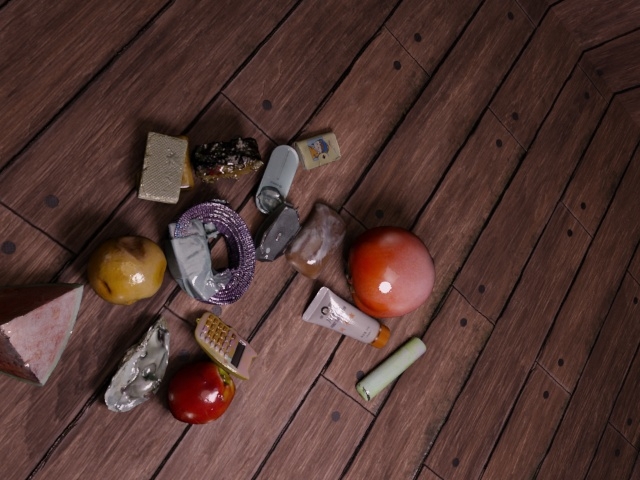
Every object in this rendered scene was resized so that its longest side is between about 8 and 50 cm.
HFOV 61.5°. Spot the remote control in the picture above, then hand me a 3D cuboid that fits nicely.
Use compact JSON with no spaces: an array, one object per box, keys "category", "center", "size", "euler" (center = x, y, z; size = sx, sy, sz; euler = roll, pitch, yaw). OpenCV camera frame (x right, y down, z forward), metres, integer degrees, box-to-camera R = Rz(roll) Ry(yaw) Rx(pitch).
[{"category":"remote control","center":[-0.147,-0.202,1.797],"size":[0.104,0.052,0.247],"euler":[25,76,-23]}]

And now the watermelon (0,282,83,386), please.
[{"category":"watermelon","center":[-0.762,0.184,1.354],"size":[0.283,0.292,0.250],"euler":[23,47,-24]}]

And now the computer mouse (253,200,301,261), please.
[{"category":"computer mouse","center":[-0.149,-0.032,1.764],"size":[0.231,0.071,0.126],"euler":[-57,139,-16]}]

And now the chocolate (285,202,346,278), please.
[{"category":"chocolate","center":[-0.001,-0.001,1.844],"size":[0.157,0.080,0.254],"euler":[40,70,-19]}]

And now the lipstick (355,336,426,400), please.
[{"category":"lipstick","center":[0.257,0.463,1.951],"size":[0.304,0.076,0.076],"euler":[-34,102,-25]}]

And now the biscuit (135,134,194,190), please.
[{"category":"biscuit","center":[-0.474,-0.235,1.638],"size":[0.174,0.039,0.183],"euler":[-2,87,-26]}]

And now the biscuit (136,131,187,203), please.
[{"category":"biscuit","center":[-0.468,-0.214,1.596],"size":[0.121,0.041,0.199],"euler":[10,82,-28]}]

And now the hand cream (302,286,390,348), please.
[{"category":"hand cream","center":[0.099,0.272,1.874],"size":[0.314,0.089,0.139],"euler":[26,102,-18]}]

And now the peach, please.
[{"category":"peach","center":[-0.358,0.453,1.578],"size":[0.197,0.197,0.197],"euler":[2,86,-27]}]

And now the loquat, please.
[{"category":"loquat","center":[-0.536,0.074,1.496],"size":[0.213,0.213,0.213],"euler":[2,86,-27]}]

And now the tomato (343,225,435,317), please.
[{"category":"tomato","center":[0.239,0.106,1.832],"size":[0.322,0.321,0.321],"euler":[2,86,-27]}]

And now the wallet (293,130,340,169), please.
[{"category":"wallet","center":[-0.007,-0.315,1.885],"size":[0.155,0.039,0.110],"euler":[-23,96,-26]}]

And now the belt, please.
[{"category":"belt","center":[-0.334,0.040,1.648],"size":[0.260,0.122,0.324],"euler":[-18,97,-34]}]

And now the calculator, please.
[{"category":"calculator","center":[-0.297,0.320,1.650],"size":[0.236,0.033,0.157],"euler":[47,25,-16]}]

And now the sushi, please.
[{"category":"sushi","center":[-0.293,-0.246,1.681],"size":[0.213,0.147,0.115],"euler":[-12,87,-18]}]

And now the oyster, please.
[{"category":"oyster","center":[-0.523,0.359,1.543],"size":[0.199,0.087,0.252],"euler":[-5,96,-37]}]
